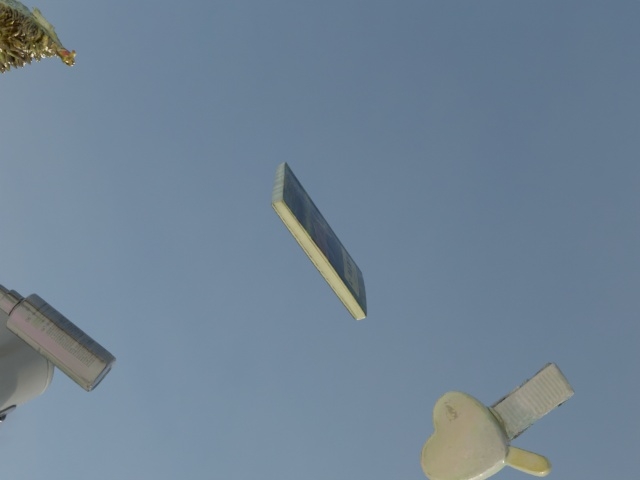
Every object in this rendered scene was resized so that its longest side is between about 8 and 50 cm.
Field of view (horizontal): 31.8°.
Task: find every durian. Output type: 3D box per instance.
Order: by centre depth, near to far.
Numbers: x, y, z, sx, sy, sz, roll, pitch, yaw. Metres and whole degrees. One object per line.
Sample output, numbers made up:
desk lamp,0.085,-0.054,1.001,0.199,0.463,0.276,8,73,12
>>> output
durian,-0.328,-0.204,1.129,0.208,0.146,0.102,21,-83,17

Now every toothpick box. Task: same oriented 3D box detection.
toothpick box,-0.627,0.239,1.900,0.229,0.316,0.228,17,-60,33

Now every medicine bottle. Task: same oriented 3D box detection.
medicine bottle,-0.349,0.109,1.406,0.199,0.057,0.057,38,-58,2

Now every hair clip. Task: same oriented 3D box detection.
hair clip,0.230,0.246,1.436,0.219,0.071,0.159,-34,-121,-2

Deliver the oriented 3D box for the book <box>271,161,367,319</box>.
book,0.000,0.000,1.694,0.024,0.160,0.228,-31,-70,13
